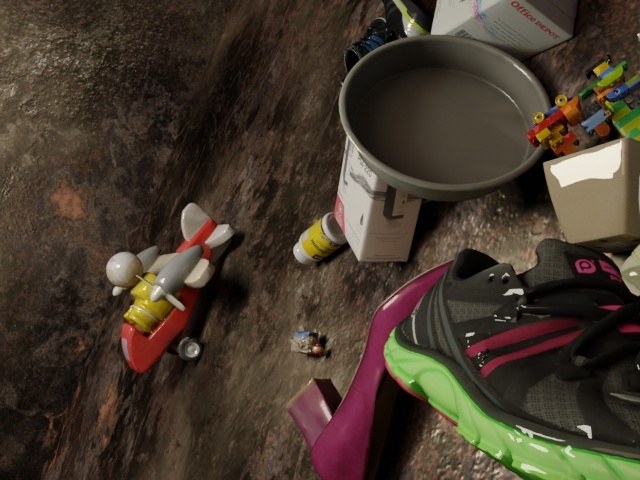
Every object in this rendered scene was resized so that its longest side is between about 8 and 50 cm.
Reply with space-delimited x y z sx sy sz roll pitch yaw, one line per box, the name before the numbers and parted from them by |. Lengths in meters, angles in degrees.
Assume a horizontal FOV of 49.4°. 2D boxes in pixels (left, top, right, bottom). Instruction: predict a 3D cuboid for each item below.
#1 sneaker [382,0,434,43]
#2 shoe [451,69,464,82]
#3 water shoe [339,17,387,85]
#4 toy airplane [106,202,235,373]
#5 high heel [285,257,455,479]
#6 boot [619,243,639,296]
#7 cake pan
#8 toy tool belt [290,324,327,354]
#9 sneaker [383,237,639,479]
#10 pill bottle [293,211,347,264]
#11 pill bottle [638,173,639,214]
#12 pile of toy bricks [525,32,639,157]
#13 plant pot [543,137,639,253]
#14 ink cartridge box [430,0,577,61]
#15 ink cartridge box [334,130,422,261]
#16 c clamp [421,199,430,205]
sneaker | 0.149 -0.442 1.381 0.097 0.084 0.235 -54 30 24
shoe | 0.190 -0.176 1.139 0.077 0.058 0.219 52 130 32
water shoe | 0.094 -0.391 1.442 0.073 0.080 0.203 -23 50 52
toy airplane | -0.380 0.080 1.702 0.386 0.272 0.385 -49 31 29
high heel | 0.121 0.195 0.966 0.377 0.127 0.181 -49 61 22
boot | 0.314 0.119 0.672 0.165 0.077 0.213 -51 26 25
cake pan | 0.171 -0.171 0.973 0.054 0.292 0.293 90 -177 -57
toy tool belt | -0.020 0.175 1.237 0.083 0.052 0.051 -11 68 57
sneaker | 0.212 0.099 0.590 0.202 0.185 0.482 -63 25 -2
pill bottle | 0.000 0.000 1.323 0.116 0.065 0.065 -37 39 43
pill bottle | 0.428 -0.040 0.458 0.361 0.204 0.204 -7 63 58
pile of toy bricks | 0.355 -0.148 0.802 0.212 0.118 0.105 -37 65 17
plant pot | 0.322 -0.041 0.760 0.109 0.108 0.096 -17 67 55
ink cartridge box | 0.276 -0.352 1.043 0.176 0.128 0.128 -14 57 55
ink cartridge box | 0.096 -0.096 1.115 0.159 0.092 0.218 -116 32 -55
c clamp | 0.187 -0.146 1.084 0.137 0.022 0.161 -15 87 43
